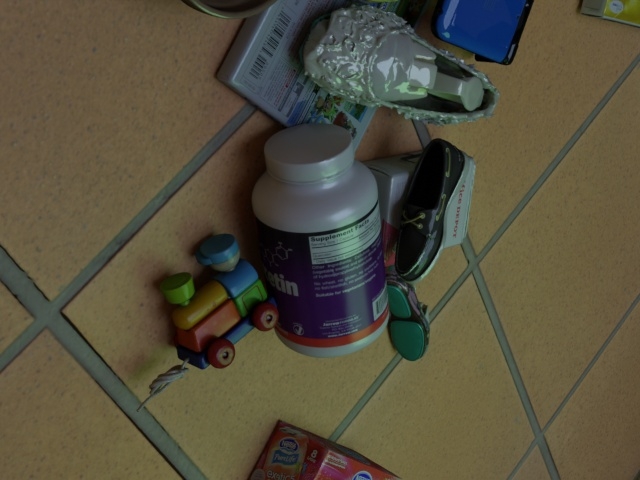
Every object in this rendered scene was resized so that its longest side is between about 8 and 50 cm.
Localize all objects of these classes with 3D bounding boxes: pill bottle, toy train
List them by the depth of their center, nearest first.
[{"bbox_3d":[-0.183,0.110,1.425,0.248,0.105,0.143,-39,123,-29],"label":"toy train"},{"bbox_3d":[0.000,0.000,1.501,0.181,0.181,0.323,-33,130,-34],"label":"pill bottle"}]

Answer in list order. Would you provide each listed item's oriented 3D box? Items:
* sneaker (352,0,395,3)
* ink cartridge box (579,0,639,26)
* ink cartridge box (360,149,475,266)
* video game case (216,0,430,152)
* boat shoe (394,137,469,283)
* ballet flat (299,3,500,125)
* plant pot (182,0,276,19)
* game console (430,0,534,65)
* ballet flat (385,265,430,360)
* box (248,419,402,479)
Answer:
[{"bbox_3d":[0.043,-0.378,1.378,0.208,0.094,0.081,19,95,-49],"label":"sneaker"},{"bbox_3d":[0.642,-0.576,2.022,0.303,0.072,0.307,-4,113,-47],"label":"ink cartridge box"},{"bbox_3d":[0.151,-0.060,1.711,0.218,0.092,0.158,-13,117,-42],"label":"ink cartridge box"},{"bbox_3d":[0.022,-0.309,1.491,0.300,0.036,0.329,32,83,-50],"label":"video game case"},{"bbox_3d":[0.159,-0.047,1.598,0.069,0.081,0.227,27,80,-46],"label":"boat shoe"},{"bbox_3d":[0.142,-0.249,1.519,0.409,0.147,0.147,5,105,-53],"label":"ballet flat"},{"bbox_3d":[-0.127,-0.390,1.228,0.237,0.110,0.237,-23,123,-40],"label":"plant pot"},{"bbox_3d":[0.264,-0.439,1.622,0.250,0.173,0.293,12,101,-38],"label":"game console"},{"bbox_3d":[0.155,0.120,1.827,0.079,0.077,0.221,-62,144,-37],"label":"ballet flat"},{"bbox_3d":[0.011,0.414,1.762,0.257,0.123,0.128,35,80,-50],"label":"box"}]
